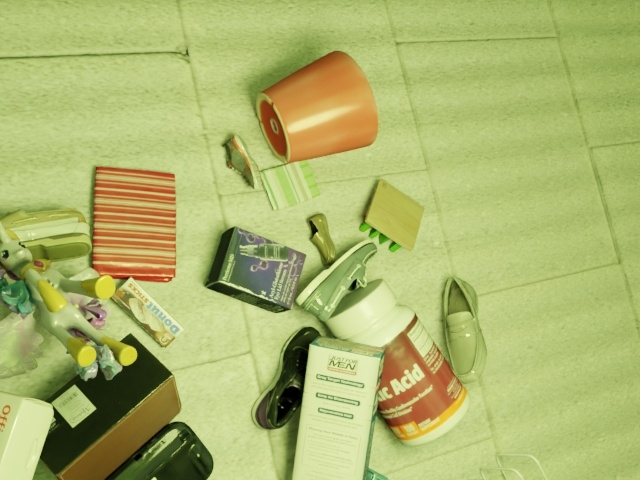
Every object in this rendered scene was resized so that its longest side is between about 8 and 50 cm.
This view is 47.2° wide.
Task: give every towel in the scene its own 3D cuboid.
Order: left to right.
[{"bbox_3d":[-0.446,-0.037,1.766,0.199,0.031,0.274,4,77,-25],"label":"towel"},{"bbox_3d":[-0.083,-0.150,1.973,0.152,0.023,0.113,-21,90,-30],"label":"towel"}]

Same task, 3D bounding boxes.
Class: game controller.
[{"bbox_3d":[-0.388,0.562,1.650,0.319,0.067,0.166,-40,113,-26],"label":"game controller"}]

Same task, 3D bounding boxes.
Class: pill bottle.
[{"bbox_3d":[0.192,0.308,1.883,0.224,0.224,0.392,-37,96,-27],"label":"pill bottle"}]

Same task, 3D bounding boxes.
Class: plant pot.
[{"bbox_3d":[-0.019,-0.333,1.919,0.243,0.275,0.275,-23,89,-18],"label":"plant pot"}]

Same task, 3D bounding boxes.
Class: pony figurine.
[{"bbox_3d":[-0.535,0.142,1.494,0.303,0.363,0.351,-37,137,-34],"label":"pony figurine"}]

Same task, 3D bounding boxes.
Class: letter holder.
[{"bbox_3d":[-0.471,0.392,1.608,0.152,0.214,0.302,38,62,22],"label":"letter holder"}]

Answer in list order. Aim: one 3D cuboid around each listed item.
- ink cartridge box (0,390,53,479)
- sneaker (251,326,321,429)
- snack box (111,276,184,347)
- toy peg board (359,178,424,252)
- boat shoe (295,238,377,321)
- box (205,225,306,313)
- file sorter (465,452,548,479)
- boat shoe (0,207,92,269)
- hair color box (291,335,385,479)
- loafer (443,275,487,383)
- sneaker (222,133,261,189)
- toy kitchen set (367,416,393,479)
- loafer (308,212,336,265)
[{"bbox_3d":[-0.699,0.384,1.427,0.283,0.117,0.207,8,71,13],"label":"ink cartridge box"},{"bbox_3d":[-0.056,0.342,1.814,0.107,0.124,0.283,34,66,-15],"label":"sneaker"},{"bbox_3d":[-0.407,0.170,1.728,0.064,0.022,0.178,-45,103,-9],"label":"snack box"},{"bbox_3d":[0.192,-0.059,2.061,0.161,0.079,0.160,33,51,-16],"label":"toy peg board"},{"bbox_3d":[0.064,0.103,1.898,0.099,0.116,0.319,44,45,9],"label":"boat shoe"},{"bbox_3d":[-0.161,0.077,1.833,0.207,0.108,0.153,21,71,-20],"label":"box"},{"bbox_3d":[0.465,0.713,1.944,0.278,0.193,0.173,-27,89,-28],"label":"file sorter"},{"bbox_3d":[-0.668,-0.007,1.620,0.302,0.113,0.103,-4,60,-25],"label":"boat shoe"},{"bbox_3d":[0.044,0.418,1.752,0.174,0.105,0.347,9,98,12],"label":"hair color box"},{"bbox_3d":[0.383,0.240,2.004,0.111,0.112,0.319,45,32,-36],"label":"loafer"},{"bbox_3d":[-0.205,-0.195,1.908,0.065,0.061,0.158,-27,81,11],"label":"sneaker"},{"bbox_3d":[0.164,0.555,1.872,0.207,0.122,0.166,32,67,-16],"label":"toy kitchen set"},{"bbox_3d":[0.000,0.000,1.959,0.050,0.056,0.148,-8,72,-26],"label":"loafer"}]
